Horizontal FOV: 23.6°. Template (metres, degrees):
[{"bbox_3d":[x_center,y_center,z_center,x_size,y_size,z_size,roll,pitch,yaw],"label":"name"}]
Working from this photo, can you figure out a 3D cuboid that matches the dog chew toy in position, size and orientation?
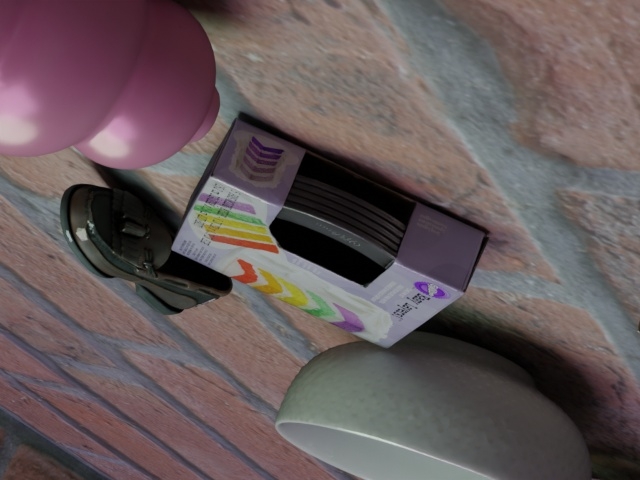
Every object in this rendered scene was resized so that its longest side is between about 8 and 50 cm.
[{"bbox_3d":[-0.216,-0.152,1.064,0.332,0.207,0.206,25,162,-30],"label":"dog chew toy"}]

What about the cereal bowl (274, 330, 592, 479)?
[{"bbox_3d":[0.131,0.191,1.628,0.339,0.141,0.339,19,164,6],"label":"cereal bowl"}]

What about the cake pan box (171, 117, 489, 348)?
[{"bbox_3d":[0.000,0.000,1.405,0.245,0.070,0.267,24,161,-8],"label":"cake pan box"}]

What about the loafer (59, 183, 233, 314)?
[{"bbox_3d":[-0.177,0.005,1.614,0.084,0.096,0.267,-7,158,19],"label":"loafer"}]

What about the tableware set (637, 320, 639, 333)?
[{"bbox_3d":[0.322,0.125,1.275,0.168,0.141,0.020,30,135,-24],"label":"tableware set"}]
